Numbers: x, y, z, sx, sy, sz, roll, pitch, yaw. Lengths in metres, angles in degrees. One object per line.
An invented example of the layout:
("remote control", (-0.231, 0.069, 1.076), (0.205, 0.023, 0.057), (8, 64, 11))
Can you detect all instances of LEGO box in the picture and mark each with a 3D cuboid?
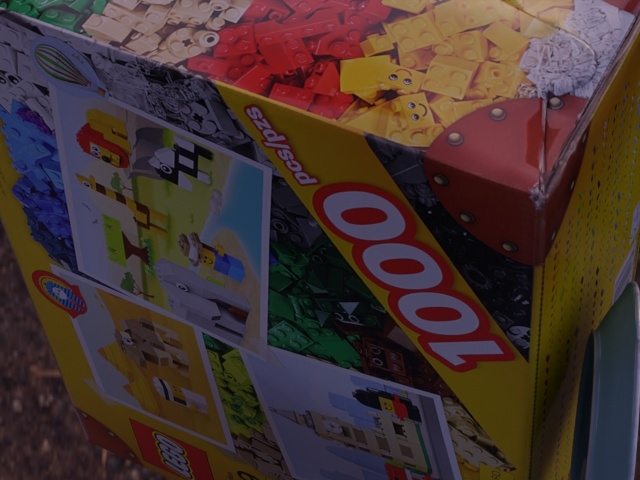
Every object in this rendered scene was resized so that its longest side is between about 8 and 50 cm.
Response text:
("LEGO box", (0.000, 0.000, 1.016), (0.372, 0.500, 0.193), (20, 58, 20))

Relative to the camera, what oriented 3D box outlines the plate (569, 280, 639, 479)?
("plate", (0.157, 0.115, 0.888), (0.024, 0.188, 0.188), (6, 59, 5))
